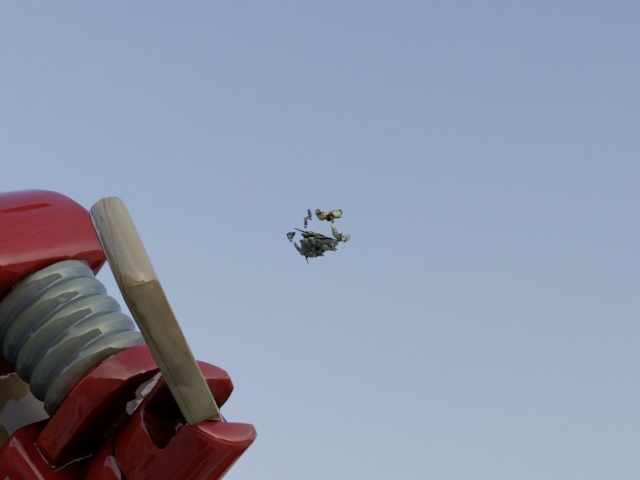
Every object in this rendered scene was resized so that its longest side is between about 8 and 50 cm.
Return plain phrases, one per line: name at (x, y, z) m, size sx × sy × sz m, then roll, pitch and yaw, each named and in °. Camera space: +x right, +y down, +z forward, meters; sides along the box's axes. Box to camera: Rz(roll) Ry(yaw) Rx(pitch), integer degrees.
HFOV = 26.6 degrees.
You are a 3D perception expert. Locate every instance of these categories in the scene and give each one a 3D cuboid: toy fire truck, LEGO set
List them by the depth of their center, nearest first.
toy fire truck at (-0.117, 0.049, 0.598) m, size 0.158 × 0.217 × 0.246 m, roll -11°, pitch -34°, yaw -54°
LEGO set at (-0.002, 0.000, 1.158) m, size 0.054 × 0.023 × 0.083 m, roll -8°, pitch -24°, yaw 7°
